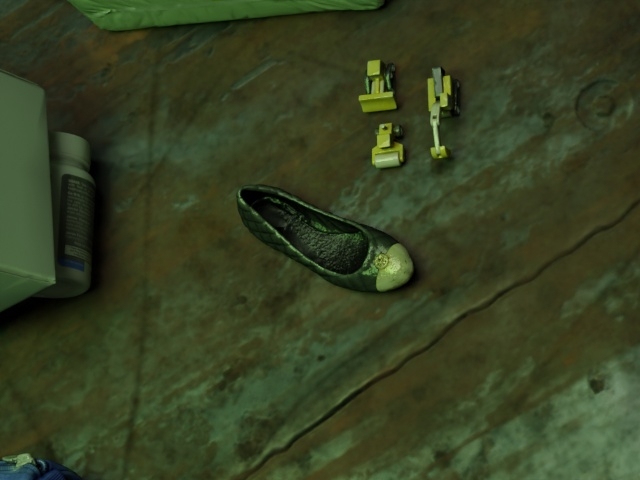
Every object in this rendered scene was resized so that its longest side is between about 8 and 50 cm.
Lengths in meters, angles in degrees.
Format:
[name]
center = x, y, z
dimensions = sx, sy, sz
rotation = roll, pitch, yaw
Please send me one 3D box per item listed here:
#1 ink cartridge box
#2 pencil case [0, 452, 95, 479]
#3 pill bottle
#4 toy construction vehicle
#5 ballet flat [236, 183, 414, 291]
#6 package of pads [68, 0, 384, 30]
[ink cartridge box]
center = -0.390, -0.025, 1.332
dimensions = 0.270, 0.197, 0.198
rotation = -24, 61, 35
[pencil case]
center = -0.339, 0.234, 1.313
dimensions = 0.306, 0.119, 0.133
rotation = 3, 97, 21
[pill bottle]
center = -0.241, -0.023, 1.389
dimensions = 0.078, 0.078, 0.137
rotation = -6, 70, 19
[toy construction vehicle]
center = 0.073, -0.113, 1.324
dimensions = 0.086, 0.035, 0.098
rotation = -3, 71, 20
[ballet flat]
center = 0.000, 0.000, 1.305
dimensions = 0.173, 0.049, 0.057
rotation = 22, 82, 26
[package of pads]
center = -0.077, -0.321, 1.417
dimensions = 0.296, 0.101, 0.229
rotation = -1, 73, 20
